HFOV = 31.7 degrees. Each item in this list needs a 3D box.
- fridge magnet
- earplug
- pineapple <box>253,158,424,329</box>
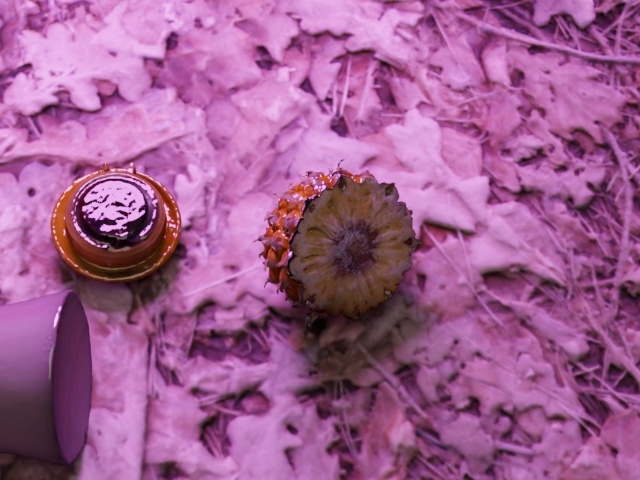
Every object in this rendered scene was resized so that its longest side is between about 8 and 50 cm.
[{"bbox_3d":[-0.225,-0.020,1.241,0.143,0.063,0.143,3,61,-6],"label":"fridge magnet"},{"bbox_3d":[-0.390,0.137,1.103,0.301,0.172,0.172,-1,64,0],"label":"earplug"},{"bbox_3d":[-0.001,-0.004,1.234,0.176,0.137,0.161,-43,119,-16],"label":"pineapple"}]
